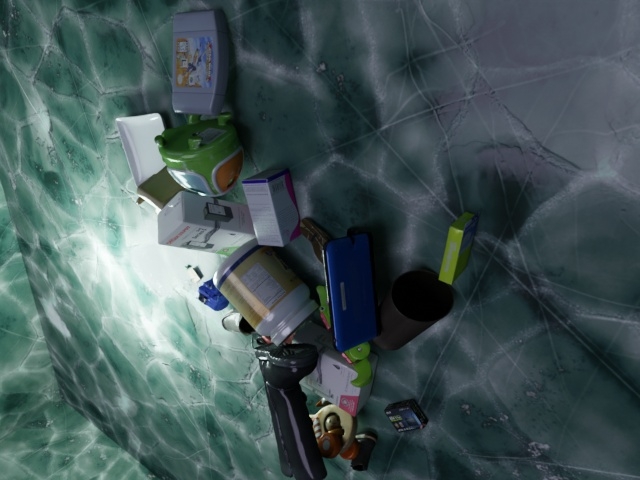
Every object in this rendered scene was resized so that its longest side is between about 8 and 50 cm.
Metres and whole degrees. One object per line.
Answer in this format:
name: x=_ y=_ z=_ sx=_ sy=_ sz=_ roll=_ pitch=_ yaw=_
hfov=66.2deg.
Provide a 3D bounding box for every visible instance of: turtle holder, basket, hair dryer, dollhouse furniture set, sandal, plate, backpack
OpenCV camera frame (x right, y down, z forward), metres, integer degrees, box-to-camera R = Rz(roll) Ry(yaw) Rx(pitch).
turtle holder: x=-0.396 y=-0.261 z=1.557 sx=0.320 sy=0.243 sz=0.228 roll=-6 pitch=128 yaw=12
basket: x=0.236 y=0.209 z=1.391 sx=0.154 sy=0.204 sz=0.227 roll=61 pitch=145 yaw=24
hair dryer: x=-0.167 y=0.402 z=1.856 sx=0.224 sy=0.080 sz=0.293 roll=47 pitch=132 yaw=8
dollhouse furniture set: x=-0.567 y=-0.134 z=1.764 sx=0.212 sy=0.161 sz=0.242 roll=35 pitch=141 yaw=2
sandal: x=0.000 y=0.000 z=1.542 sx=0.180 sy=0.049 sz=0.072 roll=54 pitch=129 yaw=21
plate: x=-0.633 y=-0.333 z=1.837 sx=0.277 sy=0.045 sz=0.278 roll=5 pitch=117 yaw=35
backpack: x=-0.415 y=0.215 z=1.931 sx=0.120 sy=0.098 sz=0.101 roll=37 pitch=127 yaw=17

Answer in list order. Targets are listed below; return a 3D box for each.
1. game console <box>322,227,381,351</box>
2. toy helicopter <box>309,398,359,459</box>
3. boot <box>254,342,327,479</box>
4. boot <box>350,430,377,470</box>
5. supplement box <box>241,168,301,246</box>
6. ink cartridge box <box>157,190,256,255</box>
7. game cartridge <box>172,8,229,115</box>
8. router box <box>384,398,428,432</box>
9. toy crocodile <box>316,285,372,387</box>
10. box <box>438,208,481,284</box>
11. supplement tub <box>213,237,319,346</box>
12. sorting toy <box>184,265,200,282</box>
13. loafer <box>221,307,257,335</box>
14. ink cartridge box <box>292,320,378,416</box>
game console: x=0.065 y=0.126 z=1.365 sx=0.173 sy=0.250 sz=0.294 roll=0 pitch=99 yaw=47
toy helicopter: x=-0.011 y=0.660 z=1.818 sx=0.354 sy=0.140 sz=0.235 roll=-8 pitch=65 yaw=42
boot: x=-0.072 y=0.565 z=1.582 sx=0.367 sy=0.146 sz=0.446 roll=164 pitch=96 yaw=-67
boot: x=0.117 y=0.784 z=1.799 sx=0.076 sy=0.137 sz=0.198 roll=36 pitch=135 yaw=-10
supplement box: x=-0.149 y=-0.103 z=1.550 sx=0.113 sy=0.111 sz=0.220 roll=2 pitch=114 yaw=37
ink cartridge box: x=-0.377 y=-0.050 z=1.633 sx=0.198 sy=0.272 sz=0.115 roll=-31 pitch=59 yaw=43
game cartridge: x=-0.361 y=-0.530 z=1.472 sx=0.198 sy=0.062 sz=0.298 roll=13 pitch=105 yaw=36
router box: x=0.286 y=0.587 z=1.642 sx=0.122 sy=0.038 sz=0.092 roll=-33 pitch=91 yaw=43
toy crocodile: x=0.071 y=0.296 z=1.554 sx=0.341 sy=0.105 sz=0.115 roll=60 pitch=174 yaw=17
box: x=0.350 y=0.011 z=1.236 sx=0.042 sy=0.109 sz=0.178 roll=22 pitch=125 yaw=28
supplement tub: x=-0.179 y=0.173 z=1.641 sx=0.316 sy=0.228 sz=0.228 roll=46 pitch=132 yaw=8
sorting toy: x=-0.530 y=0.133 z=2.031 sx=0.083 sy=0.012 sz=0.062 roll=54 pitch=138 yaw=-4
loafer: x=-0.282 y=0.306 z=1.869 sx=0.319 sy=0.111 sz=0.112 roll=-19 pitch=101 yaw=41
ink cartridge box: x=0.038 y=0.439 z=1.694 sx=0.282 sy=0.117 sz=0.207 roll=23 pitch=125 yaw=26
